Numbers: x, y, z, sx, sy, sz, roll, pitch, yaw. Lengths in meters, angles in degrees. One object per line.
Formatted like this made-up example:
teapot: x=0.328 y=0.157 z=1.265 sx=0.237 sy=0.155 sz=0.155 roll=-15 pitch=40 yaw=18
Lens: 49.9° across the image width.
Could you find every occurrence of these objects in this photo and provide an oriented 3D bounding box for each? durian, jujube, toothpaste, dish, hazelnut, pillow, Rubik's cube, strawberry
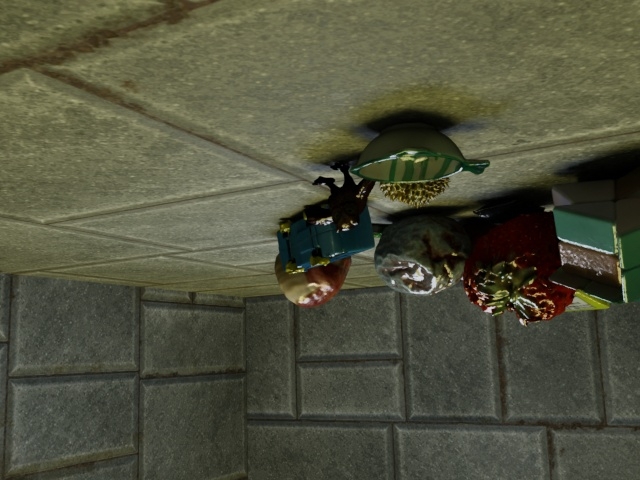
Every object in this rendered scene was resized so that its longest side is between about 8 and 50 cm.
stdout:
durian: x=0.200 y=-0.114 z=1.431 sx=0.146 sy=0.103 sz=0.208 roll=-20 pitch=169 yaw=14
jujube: x=0.303 y=0.036 z=2.008 sx=0.308 sy=0.247 sz=0.215 roll=-4 pitch=-147 yaw=51
toothpaste: x=0.162 y=-0.026 z=2.153 sx=0.247 sy=0.047 sz=0.078 roll=4 pitch=167 yaw=-21
dish: x=0.174 y=-0.161 z=1.236 sx=0.245 sy=0.078 sz=0.224 roll=-1 pitch=171 yaw=-1
hazelnut: x=0.492 y=0.035 z=2.137 sx=0.229 sy=0.230 sz=0.229 roll=-2 pitch=171 yaw=0
pillow: x=0.520 y=-0.077 z=1.896 sx=0.141 sy=0.055 sz=0.208 roll=-20 pitch=162 yaw=35
Rubik's cube: x=0.709 y=-0.006 z=1.541 sx=0.387 sy=0.358 sz=0.368 roll=-6 pitch=-149 yaw=26
strawberry: x=0.546 y=0.045 z=1.825 sx=0.312 sy=0.267 sz=0.351 roll=3 pitch=-140 yaw=49
hazelnut: x=-0.026 y=0.095 z=2.246 sx=0.261 sy=0.261 sz=0.241 roll=-7 pitch=148 yaw=30

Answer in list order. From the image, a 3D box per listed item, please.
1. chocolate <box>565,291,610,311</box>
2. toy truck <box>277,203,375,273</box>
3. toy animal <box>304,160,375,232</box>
chocolate: x=0.733 y=0.066 z=2.114 sx=0.137 sy=0.289 sz=0.300 roll=16 pitch=163 yaw=-27
toy truck: x=0.000 y=0.000 z=1.946 sx=0.162 sy=0.161 sz=0.385 roll=-7 pitch=173 yaw=-26
toy animal: x=0.064 y=-0.079 z=1.420 sx=0.218 sy=0.180 sz=0.116 roll=-33 pitch=133 yaw=25
